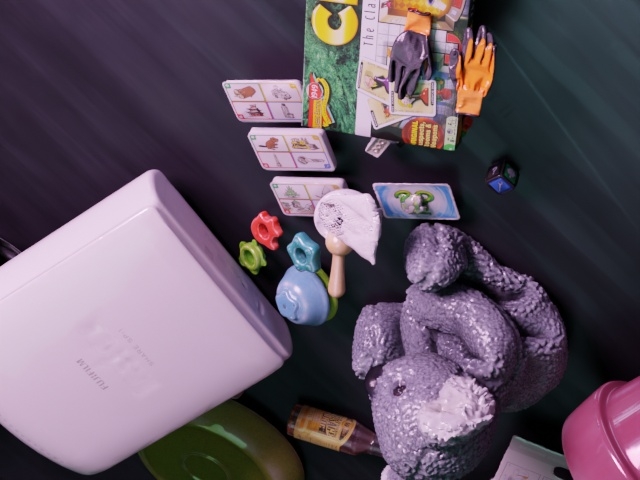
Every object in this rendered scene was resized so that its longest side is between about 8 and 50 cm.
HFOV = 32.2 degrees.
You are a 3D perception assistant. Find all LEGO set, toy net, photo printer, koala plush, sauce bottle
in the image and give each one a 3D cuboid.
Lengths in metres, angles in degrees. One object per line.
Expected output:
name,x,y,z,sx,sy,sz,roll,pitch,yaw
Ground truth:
LEGO set,0.054,-0.094,1.009,0.244,0.060,0.182,2,141,25
toy net,0.000,0.000,1.084,0.122,0.045,0.232,57,142,11
photo printer,-0.223,0.101,1.162,0.308,0.107,0.256,-31,117,12
koala plush,0.121,0.138,1.036,0.203,0.221,0.196,28,134,1
sauce bottle,0.026,0.223,1.279,0.128,0.042,0.042,13,132,11

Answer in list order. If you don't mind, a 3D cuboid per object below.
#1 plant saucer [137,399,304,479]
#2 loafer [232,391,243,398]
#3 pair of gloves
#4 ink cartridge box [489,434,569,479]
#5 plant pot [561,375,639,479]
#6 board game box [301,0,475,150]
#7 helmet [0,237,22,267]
plant saucer,-0.138,0.276,1.392,0.241,0.037,0.241,14,135,14
loafer,-0.134,0.137,1.280,0.039,0.045,0.125,-3,131,41
pair of gloves,0.095,-0.137,0.863,0.083,0.010,0.074,17,119,12
ink cartridge box,0.268,0.304,1.232,0.181,0.056,0.224,21,129,8
plant pot,0.352,0.182,0.999,0.201,0.201,0.180,36,119,-7
board game box,0.056,-0.204,0.869,0.136,0.030,0.259,11,118,18
helmet,-0.406,0.063,1.260,0.162,0.169,0.169,34,136,-29
